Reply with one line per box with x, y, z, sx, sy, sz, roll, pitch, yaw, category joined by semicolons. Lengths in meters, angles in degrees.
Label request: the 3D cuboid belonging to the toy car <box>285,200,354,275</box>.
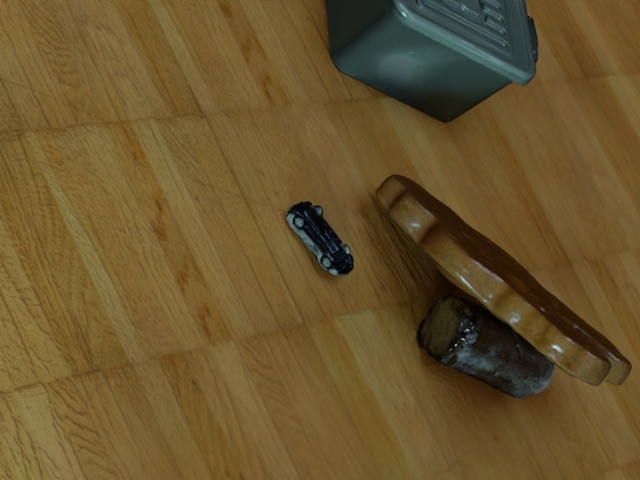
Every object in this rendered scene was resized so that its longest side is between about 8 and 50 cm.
0.000;0.000;2.054;0.041;0.025;0.093;-25;77;-50;toy car

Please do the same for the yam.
0.179;0.117;2.111;0.141;0.079;0.079;28;44;-33;yam

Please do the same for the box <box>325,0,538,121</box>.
0.124;-0.249;2.292;0.243;0.135;0.163;22;46;-34;box

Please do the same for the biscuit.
0.191;0.047;2.117;0.334;0.047;0.202;42;11;16;biscuit
